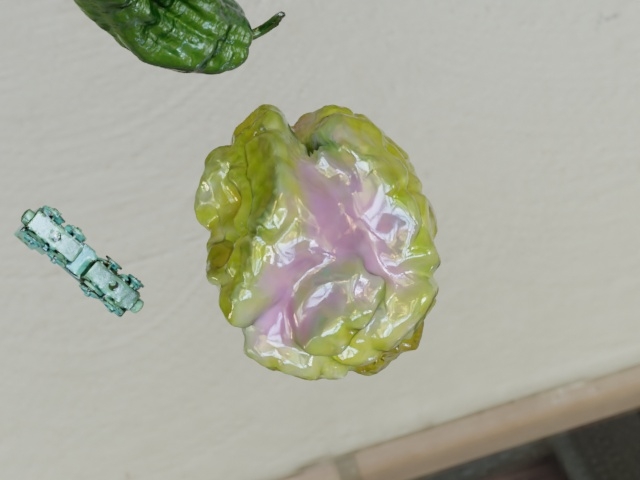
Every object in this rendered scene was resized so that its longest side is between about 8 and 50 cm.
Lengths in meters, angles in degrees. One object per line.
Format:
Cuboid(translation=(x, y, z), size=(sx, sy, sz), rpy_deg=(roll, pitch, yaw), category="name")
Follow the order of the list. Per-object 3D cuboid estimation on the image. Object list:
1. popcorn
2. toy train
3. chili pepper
Cuboid(translation=(0.000, 0.000, 0.736), size=(0.126, 0.145, 0.126), rpy_deg=(-39, 158, 7), category="popcorn")
Cuboid(translation=(-0.148, 0.014, 0.872), size=(0.029, 0.092, 0.045), rpy_deg=(-53, -165, -18), category="toy train")
Cuboid(translation=(-0.131, -0.199, 1.226), size=(0.100, 0.074, 0.257), rpy_deg=(-55, 156, 10), category="chili pepper")
